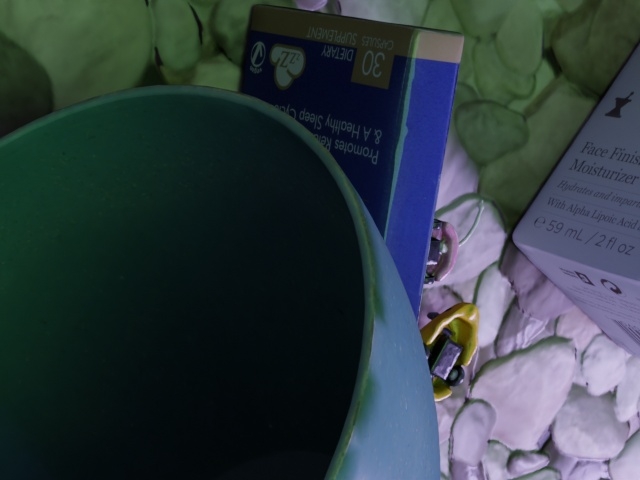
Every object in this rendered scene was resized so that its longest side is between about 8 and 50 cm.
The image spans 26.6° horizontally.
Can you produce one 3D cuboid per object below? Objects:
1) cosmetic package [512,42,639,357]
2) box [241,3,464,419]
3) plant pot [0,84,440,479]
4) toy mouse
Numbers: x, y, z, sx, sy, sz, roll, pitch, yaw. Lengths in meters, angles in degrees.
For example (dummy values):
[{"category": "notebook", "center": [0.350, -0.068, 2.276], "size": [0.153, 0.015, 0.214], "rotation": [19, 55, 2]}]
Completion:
[{"category": "cosmetic package", "center": [0.251, -0.020, 0.830], "size": [0.151, 0.151, 0.184], "rotation": [40, 79, -33]}, {"category": "box", "center": [0.000, 0.000, 0.682], "size": [0.036, 0.136, 0.225], "rotation": [0, 102, -37]}, {"category": "plant pot", "center": [-0.066, 0.110, 0.558], "size": [0.290, 0.290, 0.195], "rotation": [-51, 135, -11]}, {"category": "toy mouse", "center": [0.034, 0.036, 0.778], "size": [0.143, 0.031, 0.161], "rotation": [26, 88, -35]}]
